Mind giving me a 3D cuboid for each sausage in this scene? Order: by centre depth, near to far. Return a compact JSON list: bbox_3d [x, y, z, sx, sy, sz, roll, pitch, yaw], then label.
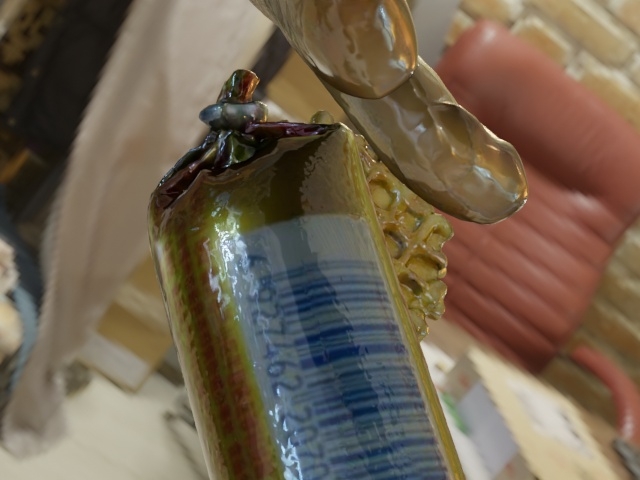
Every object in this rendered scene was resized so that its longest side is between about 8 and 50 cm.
[{"bbox_3d":[-0.011,0.061,0.815,0.117,0.125,0.317,8,58,-47],"label":"sausage"}]

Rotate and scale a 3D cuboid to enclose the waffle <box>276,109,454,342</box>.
[{"bbox_3d":[-0.003,0.004,1.127,0.191,0.038,0.191,6,66,-13],"label":"waffle"}]

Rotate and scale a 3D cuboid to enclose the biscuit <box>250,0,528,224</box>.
[{"bbox_3d":[-0.003,-0.103,0.707,0.208,0.047,0.164,52,1,43],"label":"biscuit"}]
